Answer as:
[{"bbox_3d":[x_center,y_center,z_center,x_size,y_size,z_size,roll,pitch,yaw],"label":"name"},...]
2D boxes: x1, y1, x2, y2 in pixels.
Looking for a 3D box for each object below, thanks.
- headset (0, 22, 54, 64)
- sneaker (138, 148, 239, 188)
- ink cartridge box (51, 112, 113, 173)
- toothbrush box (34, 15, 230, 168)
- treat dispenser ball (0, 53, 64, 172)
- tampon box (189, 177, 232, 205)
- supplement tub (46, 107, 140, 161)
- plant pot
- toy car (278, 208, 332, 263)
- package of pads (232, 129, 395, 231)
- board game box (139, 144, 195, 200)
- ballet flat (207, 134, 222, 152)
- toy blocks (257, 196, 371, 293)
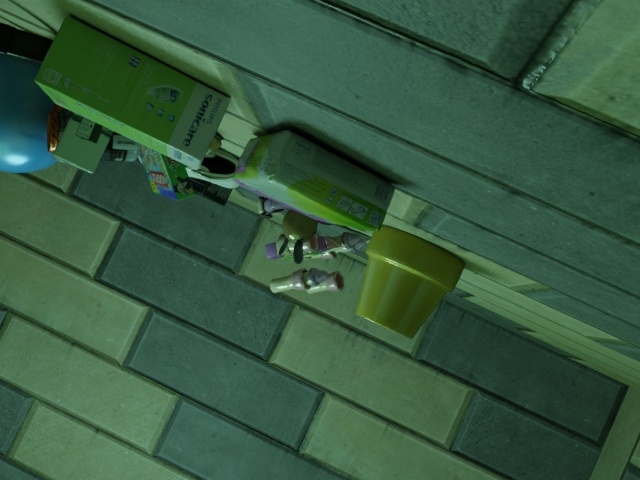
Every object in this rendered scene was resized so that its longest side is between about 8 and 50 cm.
[{"bbox_3d":[-0.660,-0.414,1.263,0.394,0.185,0.243,10,-171,-32],"label":"headset"},{"bbox_3d":[-0.344,-0.219,1.851,0.292,0.108,0.169,13,175,-4],"label":"sneaker"},{"bbox_3d":[-0.463,-0.244,1.431,0.086,0.208,0.153,26,176,-21],"label":"ink cartridge box"},{"bbox_3d":[-0.312,-0.239,1.200,0.283,0.122,0.206,27,176,-10],"label":"toothbrush box"},{"bbox_3d":[-0.712,-0.302,1.646,0.288,0.288,0.288,25,176,2],"label":"treat dispenser ball"},{"bbox_3d":[-0.383,-0.199,2.360,0.120,0.101,0.161,24,177,22],"label":"tampon box"},{"bbox_3d":[-0.505,-0.237,1.563,0.190,0.117,0.117,-1,-171,-27],"label":"supplement tub"},{"bbox_3d":[0.214,0.118,1.834,0.254,0.239,0.254,25,175,2],"label":"plant pot"},{"bbox_3d":[-0.030,-0.037,1.638,0.149,0.188,0.155,28,176,-34],"label":"toy car"},{"bbox_3d":[-0.026,-0.111,1.289,0.229,0.101,0.296,25,176,-20],"label":"package of pads"},{"bbox_3d":[-0.391,-0.211,1.682,0.317,0.046,0.214,16,126,66],"label":"board game box"},{"bbox_3d":[-0.280,-0.225,1.543,0.080,0.073,0.232,23,176,12],"label":"ballet flat"},{"bbox_3d":[0.000,0.000,2.164,0.260,0.309,0.288,-14,169,27],"label":"toy blocks"}]
